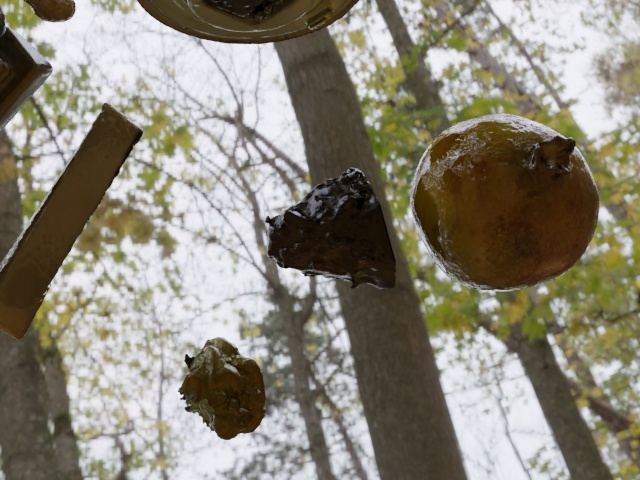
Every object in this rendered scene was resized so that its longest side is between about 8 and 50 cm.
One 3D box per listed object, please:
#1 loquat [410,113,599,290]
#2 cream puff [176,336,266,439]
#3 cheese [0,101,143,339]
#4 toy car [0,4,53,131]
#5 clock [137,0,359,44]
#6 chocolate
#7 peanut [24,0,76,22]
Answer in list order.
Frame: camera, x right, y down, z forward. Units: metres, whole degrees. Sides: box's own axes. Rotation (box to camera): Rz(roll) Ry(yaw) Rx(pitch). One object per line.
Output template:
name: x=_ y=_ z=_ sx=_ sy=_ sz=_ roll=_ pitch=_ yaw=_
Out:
loquat: x=0.213 y=-0.049 z=1.072 sx=0.214 sy=0.213 sz=0.246 roll=2 pitch=-24 yaw=-16
cream puff: x=-0.141 y=0.224 z=1.416 sx=0.121 sy=0.156 sz=0.156 roll=-45 pitch=-39 yaw=-20
cheese: x=-0.393 y=-0.040 z=1.455 sx=0.085 sy=0.400 sz=0.034 roll=37 pitch=-30 yaw=-24
toy car: x=-0.463 y=-0.249 z=0.959 sx=0.242 sy=0.336 sz=0.226 roll=-44 pitch=-19 yaw=15
clock: x=-0.095 y=-0.346 z=1.264 sx=0.319 sy=0.080 sz=0.318 roll=-3 pitch=-17 yaw=-1
chocolate: x=0.000 y=0.000 z=1.139 sx=0.133 sy=0.156 sz=0.156 roll=-16 pitch=-43 yaw=-9
peanut: x=-0.249 y=-0.219 z=0.853 sx=0.037 sy=0.037 sz=0.083 roll=-22 pitch=-19 yaw=9
